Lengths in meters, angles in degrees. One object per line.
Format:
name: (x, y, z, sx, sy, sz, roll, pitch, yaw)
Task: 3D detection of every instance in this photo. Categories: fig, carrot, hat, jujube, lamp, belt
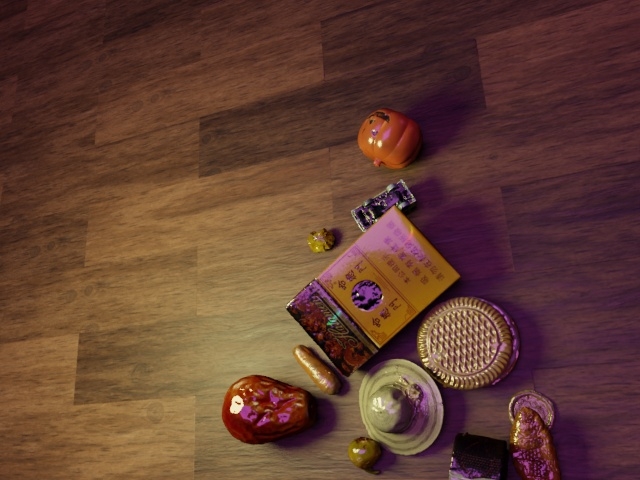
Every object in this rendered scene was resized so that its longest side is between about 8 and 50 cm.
fig: (0.115, 0.570, 1.441, 0.084, 0.082, 0.098, -3, 89, -13)
carrot: (-0.015, 0.368, 1.563, 0.186, 0.060, 0.060, 41, 93, 28)
hat: (0.179, 0.432, 1.404, 0.252, 0.110, 0.251, -5, 80, 33)
jujube: (-0.145, 0.473, 1.526, 0.256, 0.190, 0.189, -5, 72, 14)
lamp: (0.200, -0.289, 1.599, 0.188, 0.188, 0.163, 26, 86, 27)
belt: (0.372, 0.602, 1.260, 0.164, 0.184, 0.288, 6, 82, 20)

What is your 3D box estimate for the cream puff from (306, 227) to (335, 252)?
cream puff: (0.000, 0.000, 1.666, 0.083, 0.058, 0.083, 28, 89, 26)

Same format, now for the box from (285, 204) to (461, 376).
box: (0.139, 0.138, 1.487, 0.415, 0.116, 0.264, -42, 85, 8)

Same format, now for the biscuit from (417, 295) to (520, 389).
biscuit: (0.380, 0.264, 1.412, 0.260, 0.079, 0.258, -6, 72, 21)

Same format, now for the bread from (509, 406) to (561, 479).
bread: (0.502, 0.510, 1.286, 0.105, 0.076, 0.232, -13, 74, 10)

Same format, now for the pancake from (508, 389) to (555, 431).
pancake: (0.519, 0.424, 1.343, 0.115, 0.011, 0.114, -6, 73, 19)

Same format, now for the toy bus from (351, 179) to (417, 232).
toy bus: (0.188, -0.089, 1.589, 0.175, 0.101, 0.088, -32, 71, 7)
